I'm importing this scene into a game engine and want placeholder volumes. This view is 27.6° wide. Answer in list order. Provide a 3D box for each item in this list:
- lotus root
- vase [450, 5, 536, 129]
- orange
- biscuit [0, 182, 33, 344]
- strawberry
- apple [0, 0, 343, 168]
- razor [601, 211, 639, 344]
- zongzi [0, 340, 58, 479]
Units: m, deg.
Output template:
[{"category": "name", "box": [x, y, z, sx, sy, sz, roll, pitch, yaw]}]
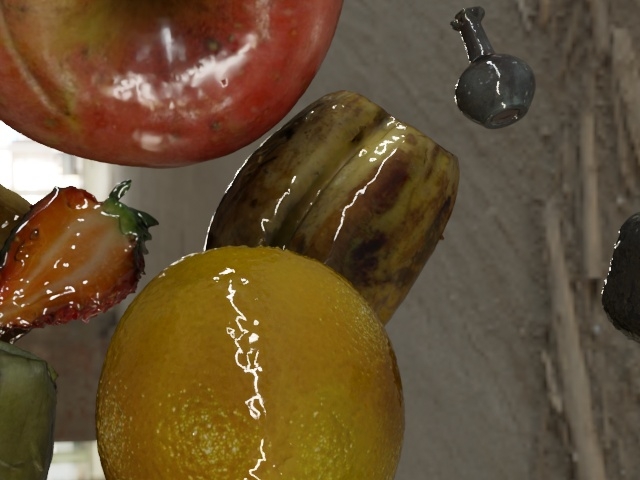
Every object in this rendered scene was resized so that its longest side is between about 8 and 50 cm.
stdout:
[{"category": "lotus root", "box": [-0.004, -0.005, 1.193, 0.291, 0.193, 0.193, -57, 5, -14]}, {"category": "vase", "box": [0.241, -0.258, 1.910, 0.120, 0.120, 0.183, 115, 139, -64]}, {"category": "orange", "box": [-0.048, 0.120, 0.902, 0.236, 0.236, 0.236, 179, 90, -78]}, {"category": "biscuit", "box": [-0.468, 0.021, 1.457, 0.046, 0.359, 0.359, -94, 11, -45]}, {"category": "strawberry", "box": [-0.241, 0.027, 1.279, 0.085, 0.140, 0.192, 99, -178, -57]}, {"category": "apple", "box": [-0.164, -0.250, 1.104, 0.364, 0.363, 0.364, 179, 90, -78]}, {"category": "razor", "box": [0.519, 0.080, 1.785, 0.327, 0.107, 0.189, 29, 112, 58]}, {"category": "zongzi", "box": [-0.332, 0.285, 1.066, 0.393, 0.174, 0.356, -102, 35, -66]}]
